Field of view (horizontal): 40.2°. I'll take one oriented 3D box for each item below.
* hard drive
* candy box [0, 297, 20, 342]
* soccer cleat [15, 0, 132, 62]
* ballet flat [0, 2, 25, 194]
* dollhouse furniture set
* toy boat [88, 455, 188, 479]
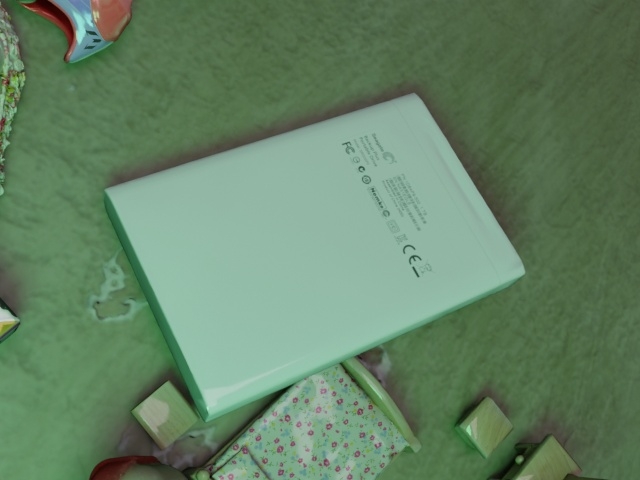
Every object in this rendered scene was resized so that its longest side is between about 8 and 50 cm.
[{"bbox_3d":[0.000,0.000,0.857,0.353,0.047,0.233,-21,71,-24],"label":"hard drive"},{"bbox_3d":[-0.386,0.034,0.714,0.159,0.071,0.233,-43,96,-24],"label":"candy box"},{"bbox_3d":[-0.282,-0.279,0.820,0.248,0.083,0.095,47,71,-9],"label":"soccer cleat"},{"bbox_3d":[-0.308,-0.125,0.775,0.091,0.077,0.241,1,78,-20],"label":"ballet flat"},{"bbox_3d":[0.065,0.189,0.802,0.303,0.174,0.355,-41,95,-24],"label":"dollhouse furniture set"},{"bbox_3d":[-0.194,0.292,0.716,0.151,0.151,0.231,2,76,10],"label":"toy boat"}]
